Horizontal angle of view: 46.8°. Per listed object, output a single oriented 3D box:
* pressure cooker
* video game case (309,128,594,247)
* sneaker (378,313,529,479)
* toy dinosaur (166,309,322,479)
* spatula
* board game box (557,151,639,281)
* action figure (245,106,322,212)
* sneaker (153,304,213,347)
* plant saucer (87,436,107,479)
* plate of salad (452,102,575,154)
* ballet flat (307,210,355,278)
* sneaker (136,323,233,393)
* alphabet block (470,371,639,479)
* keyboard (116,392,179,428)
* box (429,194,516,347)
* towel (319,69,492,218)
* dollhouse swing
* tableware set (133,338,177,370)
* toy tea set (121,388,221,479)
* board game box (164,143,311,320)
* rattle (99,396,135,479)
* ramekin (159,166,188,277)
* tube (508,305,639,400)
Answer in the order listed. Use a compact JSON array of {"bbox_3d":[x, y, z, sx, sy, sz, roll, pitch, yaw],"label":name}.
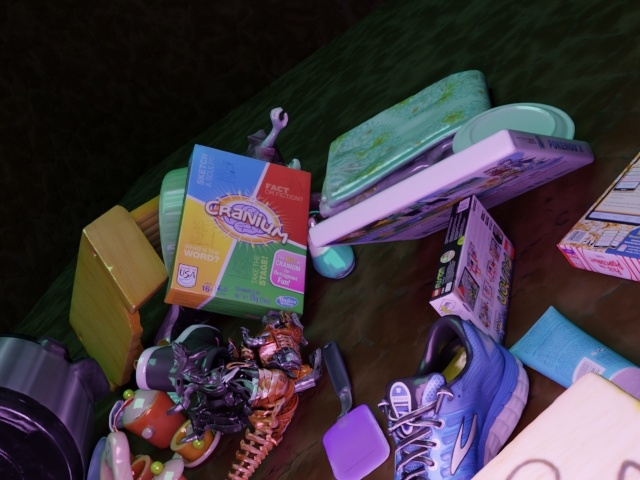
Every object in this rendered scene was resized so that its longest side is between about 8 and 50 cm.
[{"bbox_3d":[-0.613,0.370,1.398,0.420,0.370,0.375,-137,66,-72],"label":"pressure cooker"},{"bbox_3d":[0.194,-0.068,1.077,0.329,0.036,0.300,-26,-13,36],"label":"video game case"},{"bbox_3d":[0.107,0.215,0.759,0.130,0.147,0.330,-22,31,42],"label":"sneaker"},{"bbox_3d":[-0.109,0.224,1.125,0.219,0.164,0.322,-4,16,10],"label":"toy dinosaur"},{"bbox_3d":[0.032,0.224,1.041,0.084,0.030,0.296,-41,21,10],"label":"spatula"},{"bbox_3d":[0.401,-0.040,0.885,0.193,0.045,0.147,-46,21,-10],"label":"board game box"},{"bbox_3d":[-0.122,-0.140,1.736,0.276,0.248,0.370,-43,18,0],"label":"action figure"},{"bbox_3d":[-0.315,0.193,1.631,0.108,0.100,0.271,-39,20,23],"label":"sneaker"},{"bbox_3d":[-0.370,0.397,1.259,0.119,0.021,0.119,-36,46,49],"label":"plant saucer"},{"bbox_3d":[0.323,-0.168,1.243,0.200,0.048,0.199,-13,38,10],"label":"plate of salad"},{"bbox_3d":[0.000,0.000,1.463,0.083,0.087,0.247,-39,21,3],"label":"ballet flat"},{"bbox_3d":[-0.204,0.225,1.364,0.147,0.104,0.296,6,5,15],"label":"sneaker"},{"bbox_3d":[0.203,0.241,0.476,0.197,0.193,0.192,-43,22,-2],"label":"alphabet block"},{"bbox_3d":[-0.351,0.345,1.508,0.256,0.014,0.072,-21,29,44],"label":"keyboard"},{"bbox_3d":[0.206,0.043,0.973,0.036,0.114,0.207,-27,25,35],"label":"box"},{"bbox_3d":[0.173,-0.200,1.509,0.375,0.090,0.320,-26,27,22],"label":"towel"},{"bbox_3d":[-0.391,0.103,1.714,0.305,0.315,0.346,-20,-30,-38],"label":"dollhouse swing"},{"bbox_3d":[-0.322,0.254,1.499,0.154,0.104,0.024,-14,-1,37],"label":"tableware set"},{"bbox_3d":[-0.288,0.343,1.240,0.200,0.124,0.336,-52,23,-25],"label":"toy tea set"},{"bbox_3d":[-0.146,-0.012,1.387,0.064,0.242,0.316,125,152,-54],"label":"board game box"},{"bbox_3d":[-0.352,0.345,1.124,0.143,0.199,0.130,-2,6,-13],"label":"rattle"},{"bbox_3d":[-0.245,-0.023,1.599,0.148,0.303,0.303,-5,26,2],"label":"ramekin"},{"bbox_3d":[0.270,0.126,0.794,0.080,0.052,0.207,-42,16,-1],"label":"tube"}]
